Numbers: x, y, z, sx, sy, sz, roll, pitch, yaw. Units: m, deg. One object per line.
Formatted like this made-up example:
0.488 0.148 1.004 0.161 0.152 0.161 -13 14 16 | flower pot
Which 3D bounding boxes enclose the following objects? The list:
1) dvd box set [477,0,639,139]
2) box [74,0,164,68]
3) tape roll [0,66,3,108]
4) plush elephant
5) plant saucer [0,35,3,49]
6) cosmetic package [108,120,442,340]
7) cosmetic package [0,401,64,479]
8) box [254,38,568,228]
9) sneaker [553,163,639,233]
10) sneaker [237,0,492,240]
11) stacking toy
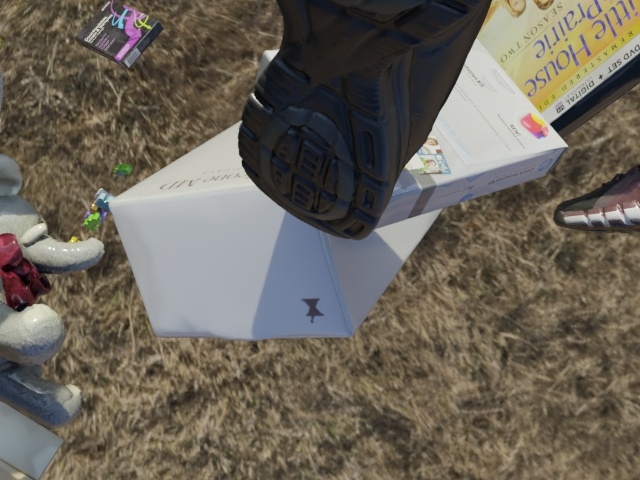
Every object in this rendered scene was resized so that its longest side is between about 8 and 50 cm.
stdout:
0.316 -0.372 1.050 0.062 0.420 0.307 2 153 -33 | dvd box set
-0.413 -0.424 1.618 0.116 0.162 0.029 -54 148 -13 | box
-0.278 -0.038 0.320 0.169 0.246 0.246 37 97 -5 | tape roll
-0.413 0.050 1.041 0.330 0.255 0.271 18 144 11 | plush elephant
-0.458 -0.286 0.846 0.188 0.045 0.188 -16 94 -26 | plant saucer
0.000 -0.067 0.914 0.230 0.453 0.161 -4 113 27 | cosmetic package
-0.643 0.347 1.432 0.309 0.113 0.160 35 132 -10 | cosmetic package
0.067 -0.091 0.577 0.186 0.145 0.038 -19 153 -29 | box
0.446 -0.098 1.046 0.106 0.281 0.162 8 79 -54 | sneaker
0.036 -0.125 0.366 0.109 0.286 0.130 33 56 6 | sneaker
-0.503 -0.070 1.827 0.052 0.221 0.167 31 57 -18 | stacking toy
